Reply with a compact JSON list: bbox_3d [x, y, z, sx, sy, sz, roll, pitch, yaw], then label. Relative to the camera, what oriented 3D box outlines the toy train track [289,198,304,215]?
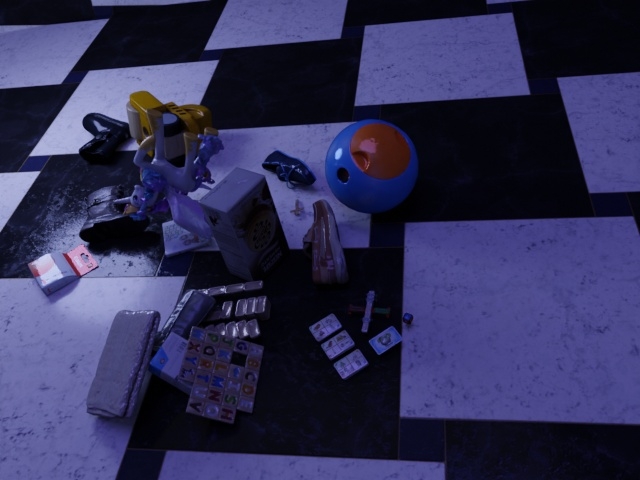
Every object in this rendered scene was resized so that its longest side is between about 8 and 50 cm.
[{"bbox_3d":[-0.076,-0.106,2.010,0.048,0.014,0.083,-14,38,9],"label":"toy train track"}]

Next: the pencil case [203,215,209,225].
[{"bbox_3d":[-0.291,-0.039,1.889,0.070,0.152,0.064,-43,41,-9],"label":"pencil case"}]

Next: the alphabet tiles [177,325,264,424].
[{"bbox_3d":[-0.253,0.339,1.541,0.198,0.009,0.237,18,45,-12],"label":"alphabet tiles"}]

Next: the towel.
[{"bbox_3d":[-0.501,0.312,1.565,0.187,0.049,0.282,-6,63,42],"label":"towel"}]

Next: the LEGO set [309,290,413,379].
[{"bbox_3d":[0.119,0.239,1.616,0.244,0.060,0.182,-32,53,-9],"label":"LEGO set"}]

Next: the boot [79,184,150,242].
[{"bbox_3d":[-0.701,-0.112,2.094,0.263,0.091,0.229,-10,45,5],"label":"boot"}]

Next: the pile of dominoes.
[{"bbox_3d":[-0.266,0.214,1.732,0.251,0.040,0.196,-9,46,14],"label":"pile of dominoes"}]

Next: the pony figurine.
[{"bbox_3d":[-0.442,-0.192,1.934,0.351,0.363,0.303,15,31,-19],"label":"pony figurine"}]

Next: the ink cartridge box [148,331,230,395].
[{"bbox_3d":[-0.335,0.329,1.569,0.180,0.060,0.104,31,53,0],"label":"ink cartridge box"}]

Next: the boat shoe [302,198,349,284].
[{"bbox_3d":[0.000,0.000,1.815,0.116,0.123,0.324,-14,43,2],"label":"boat shoe"}]

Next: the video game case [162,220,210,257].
[{"bbox_3d":[-0.439,-0.021,1.997,0.143,0.019,0.157,-17,45,-4],"label":"video game case"}]

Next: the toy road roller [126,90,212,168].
[{"bbox_3d":[-0.555,-0.432,2.313,0.240,0.202,0.329,-28,51,-33],"label":"toy road roller"}]

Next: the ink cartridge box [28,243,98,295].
[{"bbox_3d":[-0.825,0.080,1.963,0.179,0.045,0.145,-35,49,-18],"label":"ink cartridge box"}]

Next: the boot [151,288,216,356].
[{"bbox_3d":[-0.415,0.223,1.699,0.189,0.076,0.208,15,61,12],"label":"boot"}]

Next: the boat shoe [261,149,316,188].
[{"bbox_3d":[-0.109,-0.229,2.093,0.089,0.109,0.258,-39,34,-16],"label":"boat shoe"}]

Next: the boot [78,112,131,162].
[{"bbox_3d":[-0.891,-0.405,2.420,0.246,0.094,0.207,16,47,18],"label":"boot"}]

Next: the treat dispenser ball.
[{"bbox_3d":[0.156,-0.226,1.885,0.288,0.288,0.288,-6,45,6],"label":"treat dispenser ball"}]

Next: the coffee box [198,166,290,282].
[{"bbox_3d":[-0.211,-0.037,1.767,0.119,0.297,0.168,20,54,32],"label":"coffee box"}]
